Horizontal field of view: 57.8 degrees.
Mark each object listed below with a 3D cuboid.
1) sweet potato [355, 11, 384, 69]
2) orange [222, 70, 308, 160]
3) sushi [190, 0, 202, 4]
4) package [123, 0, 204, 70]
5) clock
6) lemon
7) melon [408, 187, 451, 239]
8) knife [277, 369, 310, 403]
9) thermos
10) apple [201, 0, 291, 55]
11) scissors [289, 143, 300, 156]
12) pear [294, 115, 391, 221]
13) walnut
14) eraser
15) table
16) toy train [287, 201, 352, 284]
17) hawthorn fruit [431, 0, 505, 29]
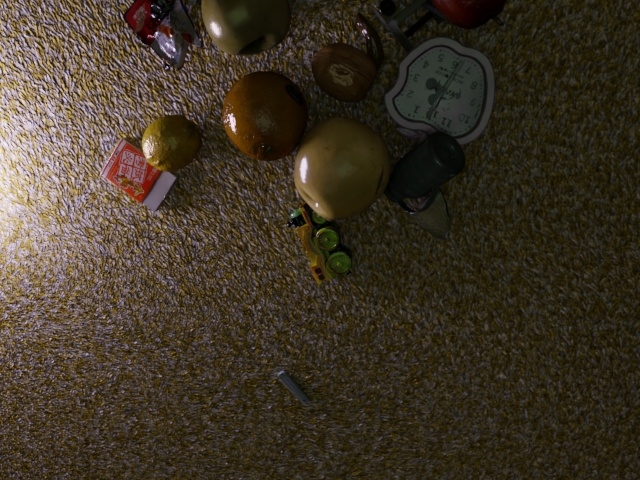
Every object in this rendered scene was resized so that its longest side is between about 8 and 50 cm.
[{"bbox_3d":[0.157,-0.618,1.789,0.053,0.054,0.182,-21,101,3],"label":"sweet potato"},{"bbox_3d":[-0.169,-0.381,1.785,0.274,0.274,0.275,2,107,6],"label":"orange"},{"bbox_3d":[-0.445,-0.933,1.740,0.319,0.069,0.340,26,103,-2],"label":"sushi"},{"bbox_3d":[-0.489,-0.679,1.839,0.194,0.071,0.269,-40,80,5],"label":"package"},{"bbox_3d":[0.371,-0.449,1.791,0.338,0.102,0.339,2,108,6],"label":"clock"},{"bbox_3d":[-0.485,-0.314,1.891,0.180,0.180,0.193,30,107,-3],"label":"lemon"},{"bbox_3d":[0.359,-0.088,1.910,0.139,0.093,0.203,-6,120,13],"label":"melon"},{"bbox_3d":[-0.102,0.554,2.184,0.044,0.023,0.162,-38,99,13],"label":"knife"},{"bbox_3d":[0.312,-0.195,1.802,0.286,0.144,0.182,-39,69,52],"label":"thermos"},{"bbox_3d":[-0.222,-0.677,1.719,0.262,0.262,0.263,2,107,6],"label":"apple"},{"bbox_3d":[-0.060,-0.286,1.928,0.212,0.021,0.110,36,104,-5],"label":"scissors"},{"bbox_3d":[0.060,-0.220,1.788,0.308,0.309,0.310,2,107,6],"label":"pear"},{"bbox_3d":[0.070,-0.514,1.776,0.197,0.165,0.165,20,108,0],"label":"walnut"},{"bbox_3d":[-0.622,-0.225,2.001,0.230,0.038,0.157,36,107,-4],"label":"eraser"},{"bbox_3d":[0.262,-0.678,1.724,0.146,0.062,0.175,-43,100,-11],"label":"table"},{"bbox_3d":[0.000,0.000,1.966,0.160,0.100,0.296,-22,103,14],"label":"toy train"},{"bbox_3d":[0.435,-0.705,1.656,0.215,0.215,0.250,-38,103,15],"label":"hawthorn fruit"}]
